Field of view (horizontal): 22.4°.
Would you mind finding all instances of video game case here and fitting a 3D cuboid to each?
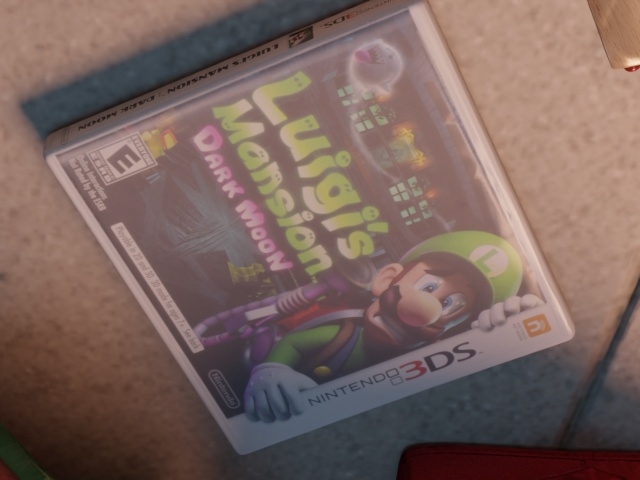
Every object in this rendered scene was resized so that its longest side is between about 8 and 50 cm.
[{"bbox_3d":[0.000,0.000,0.709,0.173,0.022,0.190,-21,123,12],"label":"video game case"}]

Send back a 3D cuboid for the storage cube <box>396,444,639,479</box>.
[{"bbox_3d":[0.125,0.232,0.770,0.184,0.193,0.215,2,126,-3],"label":"storage cube"}]

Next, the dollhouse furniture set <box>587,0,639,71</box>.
[{"bbox_3d":[0.045,-0.126,0.557,0.184,0.129,0.129,-20,123,11],"label":"dollhouse furniture set"}]

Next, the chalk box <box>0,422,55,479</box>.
[{"bbox_3d":[-0.167,0.178,0.699,0.179,0.180,0.289,-42,122,-13],"label":"chalk box"}]
